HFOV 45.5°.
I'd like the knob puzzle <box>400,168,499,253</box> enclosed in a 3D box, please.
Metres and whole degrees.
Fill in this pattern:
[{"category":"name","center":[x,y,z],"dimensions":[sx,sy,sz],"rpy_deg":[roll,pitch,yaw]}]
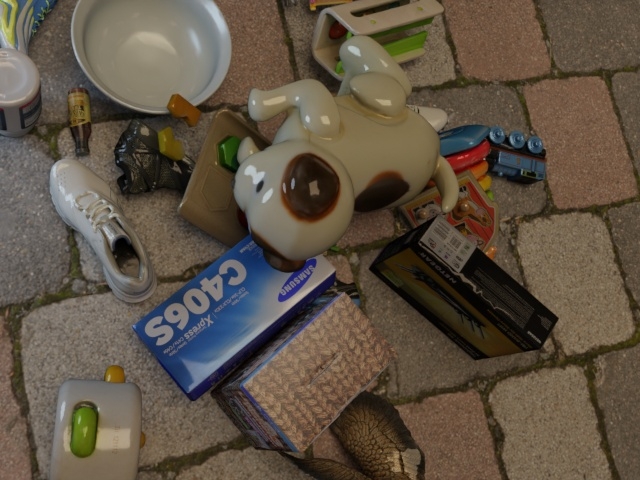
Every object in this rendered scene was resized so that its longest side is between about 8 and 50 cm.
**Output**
[{"category":"knob puzzle","center":[0.281,-0.031,1.580],"dimensions":[0.213,0.213,0.030],"rpy_deg":[36,36,-7]}]

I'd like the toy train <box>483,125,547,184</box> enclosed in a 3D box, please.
[{"category":"toy train","center":[0.425,-0.191,1.721],"dimensions":[0.184,0.080,0.105],"rpy_deg":[12,79,-16]}]

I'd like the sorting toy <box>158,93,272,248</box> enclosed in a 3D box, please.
[{"category":"sorting toy","center":[-0.183,-0.128,1.437],"dimensions":[0.307,0.041,0.229],"rpy_deg":[36,66,-41]}]

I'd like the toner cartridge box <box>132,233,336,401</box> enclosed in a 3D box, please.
[{"category":"toner cartridge box","center":[-0.153,0.116,1.401],"dimensions":[0.348,0.075,0.165],"rpy_deg":[-40,73,-17]}]

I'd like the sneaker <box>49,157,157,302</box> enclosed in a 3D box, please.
[{"category":"sneaker","center":[-0.384,-0.030,1.375],"dimensions":[0.111,0.129,0.297],"rpy_deg":[-36,88,-21]}]

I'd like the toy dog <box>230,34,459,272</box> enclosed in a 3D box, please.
[{"category":"toy dog","center":[0.015,-0.114,1.374],"dimensions":[0.395,0.284,0.408],"rpy_deg":[45,48,5]}]

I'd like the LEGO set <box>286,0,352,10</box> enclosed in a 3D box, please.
[{"category":"LEGO set","center":[0.055,-0.585,1.653],"dimensions":[0.287,0.107,0.132],"rpy_deg":[-22,45,-21]}]

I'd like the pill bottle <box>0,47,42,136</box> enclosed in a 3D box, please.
[{"category":"pill bottle","center":[-0.549,-0.252,1.346],"dimensions":[0.108,0.180,0.107],"rpy_deg":[5,75,-18]}]

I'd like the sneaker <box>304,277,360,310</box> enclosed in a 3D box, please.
[{"category":"sneaker","center":[-0.012,0.097,1.513],"dimensions":[0.188,0.067,0.078],"rpy_deg":[12,52,-14]}]

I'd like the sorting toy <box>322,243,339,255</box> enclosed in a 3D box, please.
[{"category":"sorting toy","center":[0.000,0.000,1.561],"dimensions":[0.083,0.012,0.062],"rpy_deg":[4,75,-17]}]

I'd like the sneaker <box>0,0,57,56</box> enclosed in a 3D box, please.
[{"category":"sneaker","center":[-0.551,-0.440,1.442],"dimensions":[0.126,0.091,0.240],"rpy_deg":[-11,79,-22]}]

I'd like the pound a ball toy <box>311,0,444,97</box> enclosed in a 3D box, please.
[{"category":"pound a ball toy","center":[0.088,-0.417,1.636],"dimensions":[0.319,0.208,0.135],"rpy_deg":[-26,62,-35]}]

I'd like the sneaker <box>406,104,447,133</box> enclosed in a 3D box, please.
[{"category":"sneaker","center":[0.150,-0.259,1.602],"dimensions":[0.237,0.086,0.085],"rpy_deg":[0,53,2]}]

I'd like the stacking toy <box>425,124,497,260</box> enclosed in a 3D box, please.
[{"category":"stacking toy","center":[0.310,-0.084,1.626],"dimensions":[0.166,0.175,0.301],"rpy_deg":[-39,111,-59]}]

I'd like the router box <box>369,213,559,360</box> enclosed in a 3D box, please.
[{"category":"router box","center":[0.272,0.102,1.504],"dimensions":[0.309,0.243,0.081],"rpy_deg":[40,68,-5]}]

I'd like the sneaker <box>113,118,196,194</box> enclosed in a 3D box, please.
[{"category":"sneaker","center":[-0.297,-0.117,1.456],"dimensions":[0.228,0.087,0.130],"rpy_deg":[36,90,-25]}]

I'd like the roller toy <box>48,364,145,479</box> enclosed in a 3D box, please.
[{"category":"roller toy","center":[-0.364,0.326,1.259],"dimensions":[0.146,0.209,0.191],"rpy_deg":[6,110,-17]}]

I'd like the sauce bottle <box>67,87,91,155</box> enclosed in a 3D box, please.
[{"category":"sauce bottle","center":[-0.455,-0.224,1.446],"dimensions":[0.042,0.042,0.128],"rpy_deg":[-5,77,-20]}]

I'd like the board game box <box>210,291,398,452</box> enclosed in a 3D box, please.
[{"category":"board game box","center":[-0.040,0.237,1.336],"dimensions":[0.232,0.291,0.141],"rpy_deg":[-41,92,-24]}]

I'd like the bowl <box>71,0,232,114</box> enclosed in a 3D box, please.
[{"category":"bowl","center":[-0.329,-0.361,1.475],"dimensions":[0.298,0.134,0.297],"rpy_deg":[5,75,-19]}]

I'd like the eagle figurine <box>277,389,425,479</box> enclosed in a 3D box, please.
[{"category":"eagle figurine","center":[0.088,0.438,1.389],"dimensions":[0.225,0.226,0.298],"rpy_deg":[-31,93,-3]}]
